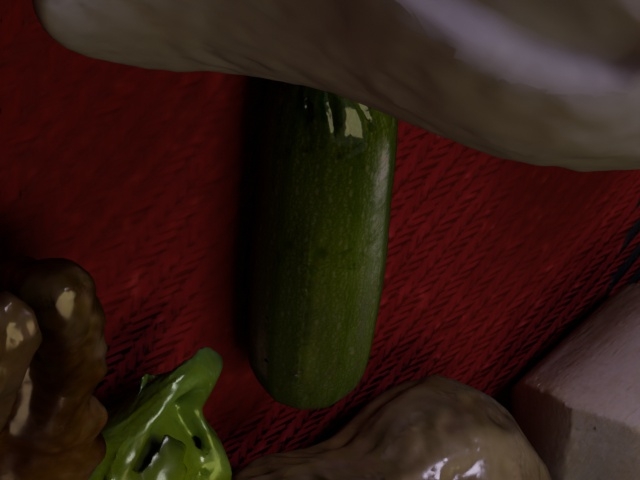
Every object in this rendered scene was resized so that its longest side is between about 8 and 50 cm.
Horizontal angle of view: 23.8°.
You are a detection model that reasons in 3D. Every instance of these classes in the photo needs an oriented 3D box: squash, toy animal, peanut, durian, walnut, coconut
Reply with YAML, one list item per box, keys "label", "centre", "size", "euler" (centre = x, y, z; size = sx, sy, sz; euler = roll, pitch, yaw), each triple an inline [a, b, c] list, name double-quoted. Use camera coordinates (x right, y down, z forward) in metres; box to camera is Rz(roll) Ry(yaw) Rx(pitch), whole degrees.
- label: "squash"
  centre: [0.000, 0.000, 0.743]
  size: [0.069, 0.069, 0.238]
  euler: [-28, 142, -30]
- label: "toy animal"
  centre: [0.051, -0.131, 0.450]
  size: [0.271, 0.265, 0.206]
  euler: [-54, 167, 10]
- label: "peanut"
  centre: [0.043, 0.163, 0.905]
  size: [0.291, 0.143, 0.159]
  euler: [-5, 92, -46]
- label: "durian"
  centre: [-0.113, 0.169, 0.759]
  size: [0.139, 0.101, 0.250]
  euler: [-49, 157, -52]
- label: "walnut"
  centre: [-0.156, 0.075, 0.632]
  size: [0.143, 0.069, 0.170]
  euler: [-6, 127, -46]
- label: "coconut"
  centre: [0.234, 0.143, 1.056]
  size: [0.222, 0.202, 0.202]
  euler: [-45, 148, -10]
